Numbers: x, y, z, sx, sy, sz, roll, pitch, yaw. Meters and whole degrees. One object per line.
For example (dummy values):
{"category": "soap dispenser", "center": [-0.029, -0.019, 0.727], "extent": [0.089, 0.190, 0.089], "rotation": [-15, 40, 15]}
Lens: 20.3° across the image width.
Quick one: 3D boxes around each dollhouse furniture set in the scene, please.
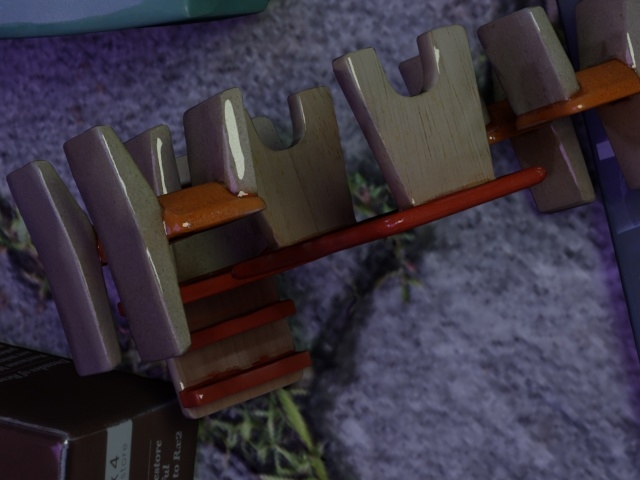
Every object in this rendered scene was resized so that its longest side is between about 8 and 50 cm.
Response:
{"category": "dollhouse furniture set", "center": [0.000, 0.000, 0.806], "extent": [0.259, 0.262, 0.135], "rotation": [-17, 92, 62]}

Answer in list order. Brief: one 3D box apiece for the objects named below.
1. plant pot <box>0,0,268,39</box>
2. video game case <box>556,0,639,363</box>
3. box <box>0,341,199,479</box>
{"category": "plant pot", "center": [-0.146, -0.179, 0.893], "extent": [0.234, 0.166, 0.165], "rotation": [10, 102, 19]}
{"category": "video game case", "center": [0.210, -0.016, 0.776], "extent": [0.196, 0.026, 0.274], "rotation": [-12, 91, 44]}
{"category": "box", "center": [-0.266, 0.145, 1.014], "extent": [0.381, 0.143, 0.191], "rotation": [12, 102, 27]}
